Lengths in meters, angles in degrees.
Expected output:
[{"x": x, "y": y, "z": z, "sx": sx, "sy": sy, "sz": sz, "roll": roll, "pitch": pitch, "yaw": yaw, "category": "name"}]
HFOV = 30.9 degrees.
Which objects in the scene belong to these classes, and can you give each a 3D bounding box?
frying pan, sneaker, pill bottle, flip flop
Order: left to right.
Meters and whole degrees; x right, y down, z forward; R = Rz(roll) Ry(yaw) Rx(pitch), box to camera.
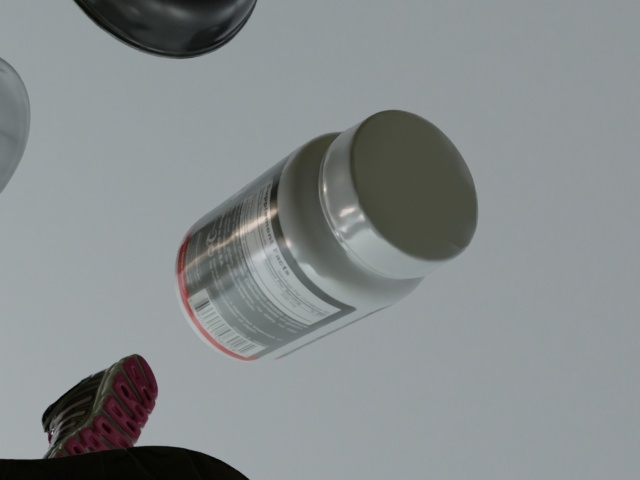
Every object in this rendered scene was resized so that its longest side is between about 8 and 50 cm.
[{"x": -0.187, "y": 0.160, "z": 0.900, "sx": 0.074, "sy": 0.063, "sz": 0.170, "roll": -22, "pitch": -153, "yaw": 31, "category": "sneaker"}, {"x": -0.159, "y": 0.207, "z": 0.790, "sx": 0.277, "sy": 0.080, "sz": 0.112, "roll": 1, "pitch": -138, "yaw": -7, "category": "flip flop"}, {"x": -0.105, "y": -0.290, "z": 0.840, "sx": 0.053, "sy": 0.197, "sz": 0.326, "roll": -12, "pitch": -112, "yaw": 48, "category": "frying pan"}, {"x": 0.000, "y": 0.000, "z": 1.045, "sx": 0.283, "sy": 0.161, "sz": 0.161, "roll": -31, "pitch": -146, "yaw": 49, "category": "pill bottle"}]

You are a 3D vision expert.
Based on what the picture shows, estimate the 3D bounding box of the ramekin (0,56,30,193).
[{"x": -0.500, "y": -0.136, "z": 1.420, "sx": 0.127, "sy": 0.273, "sz": 0.273, "roll": 35, "pitch": -110, "yaw": 26, "category": "ramekin"}]
